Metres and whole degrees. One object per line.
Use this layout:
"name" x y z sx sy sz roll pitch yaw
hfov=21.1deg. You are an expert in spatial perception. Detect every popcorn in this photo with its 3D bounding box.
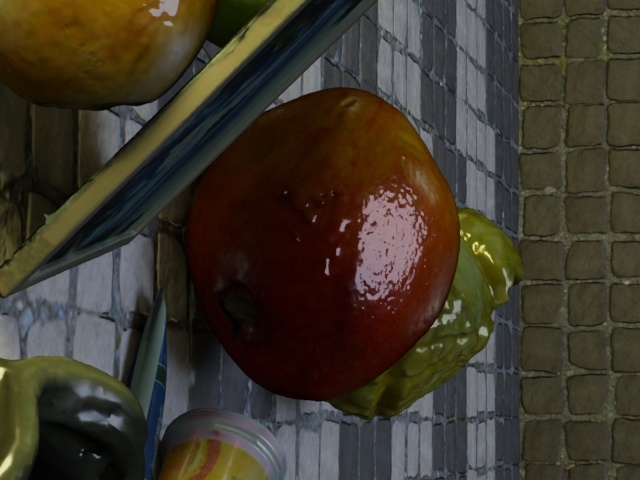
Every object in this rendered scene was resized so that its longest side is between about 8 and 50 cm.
"popcorn" 0.074 0.085 1.794 0.286 0.174 0.225 -24 156 -53

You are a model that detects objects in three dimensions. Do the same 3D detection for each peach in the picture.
"peach" 0.000 0.000 1.501 0.281 0.238 0.281 19 90 -78

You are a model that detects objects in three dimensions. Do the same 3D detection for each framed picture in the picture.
"framed picture" -0.080 -0.086 1.205 0.024 0.315 0.232 49 19 3

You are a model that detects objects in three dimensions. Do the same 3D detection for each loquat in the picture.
"loquat" -0.154 -0.193 1.100 0.179 0.179 0.227 7 74 -74

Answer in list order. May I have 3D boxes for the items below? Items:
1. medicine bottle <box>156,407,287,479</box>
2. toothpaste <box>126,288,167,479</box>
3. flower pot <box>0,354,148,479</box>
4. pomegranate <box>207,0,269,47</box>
"medicine bottle" -0.126 0.310 1.281 0.426 0.108 0.108 -71 154 -49
"toothpaste" -0.141 0.133 1.369 0.057 0.035 0.197 93 4 -56
"flower pot" -0.210 0.184 0.803 0.302 0.213 0.302 -1 90 -75
"pomegranate" -0.083 -0.287 1.284 0.302 0.236 0.236 57 30 -26
